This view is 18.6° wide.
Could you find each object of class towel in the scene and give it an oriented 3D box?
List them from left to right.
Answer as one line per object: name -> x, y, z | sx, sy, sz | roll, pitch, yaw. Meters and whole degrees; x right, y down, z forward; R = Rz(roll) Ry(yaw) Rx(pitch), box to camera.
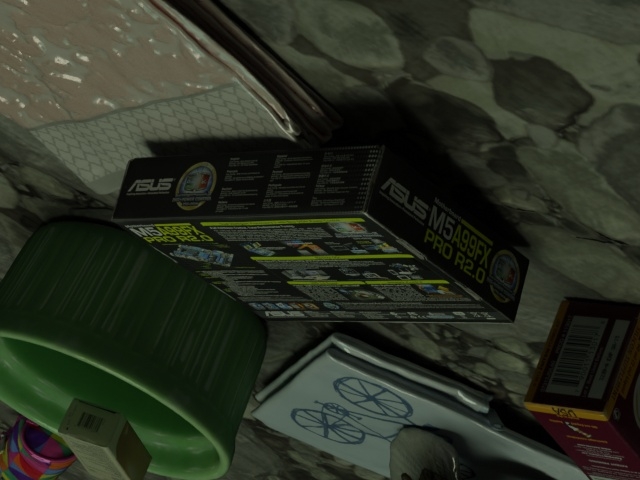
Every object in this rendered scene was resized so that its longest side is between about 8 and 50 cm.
towel -> -0.193, -0.150, 1.551 | 0.317, 0.053, 0.332 | 40, 152, -31

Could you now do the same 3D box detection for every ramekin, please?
ramekin -> -0.202, 0.109, 1.991 | 0.303, 0.148, 0.303 | 21, 157, 9

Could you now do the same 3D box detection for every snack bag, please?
snack bag -> 0.117, 0.207, 2.028 | 0.342, 0.037, 0.323 | 25, 158, -7

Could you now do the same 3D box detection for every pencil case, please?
pencil case -> -0.368, 0.268, 2.570 | 0.104, 0.104, 0.236 | 29, 156, -9

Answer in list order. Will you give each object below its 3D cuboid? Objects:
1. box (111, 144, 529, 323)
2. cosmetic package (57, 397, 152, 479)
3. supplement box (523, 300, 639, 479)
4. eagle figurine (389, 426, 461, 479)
box -> 0.000, 0.000, 1.583 | 0.270, 0.060, 0.216 | -2, 154, 40
cosmetic package -> -0.216, 0.206, 1.965 | 0.060, 0.041, 0.115 | 16, 156, 18
supplement box -> 0.260, 0.144, 1.659 | 0.081, 0.104, 0.188 | 5, 150, 39
eagle figurine -> 0.177, 0.337, 1.975 | 0.298, 0.225, 0.226 | 14, -162, -36
